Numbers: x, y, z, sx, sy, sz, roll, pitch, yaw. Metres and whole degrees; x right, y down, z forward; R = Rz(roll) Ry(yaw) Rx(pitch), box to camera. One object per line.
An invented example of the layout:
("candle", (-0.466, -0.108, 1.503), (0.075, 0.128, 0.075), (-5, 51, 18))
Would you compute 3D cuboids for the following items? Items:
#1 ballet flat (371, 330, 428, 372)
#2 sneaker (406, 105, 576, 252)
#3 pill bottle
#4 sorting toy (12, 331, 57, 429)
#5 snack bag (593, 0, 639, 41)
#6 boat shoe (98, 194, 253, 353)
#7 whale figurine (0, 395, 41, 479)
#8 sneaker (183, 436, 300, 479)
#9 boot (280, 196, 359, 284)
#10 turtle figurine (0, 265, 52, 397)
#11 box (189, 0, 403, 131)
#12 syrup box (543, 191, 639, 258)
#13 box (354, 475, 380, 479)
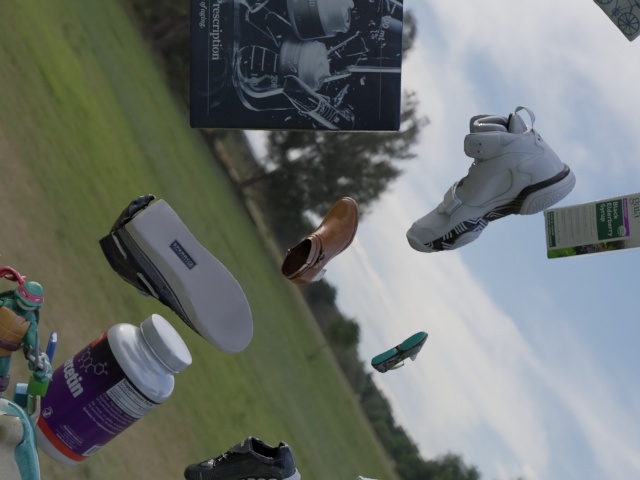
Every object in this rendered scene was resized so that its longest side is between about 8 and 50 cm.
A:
("ballet flat", (0.144, 0.197, 1.862), (0.041, 0.114, 0.041), (55, 13, -20))
("sneaker", (0.306, -0.124, 2.152), (0.210, 0.366, 0.137), (59, 25, -16))
("pill bottle", (-0.420, 0.288, 2.121), (0.181, 0.323, 0.181), (52, 5, -6))
("sorting toy", (-0.533, 0.326, 1.899), (0.196, 0.047, 0.348), (-108, -144, -62))
("snack bag", (0.436, -0.485, 1.411), (0.323, 0.342, 0.037), (50, 39, 0))
("boat shoe", (-0.272, 0.078, 2.007), (0.158, 0.127, 0.340), (-25, -79, 48))
("whale figurine", (-0.458, 0.341, 1.558), (0.272, 0.216, 0.141), (40, 22, 29))
("sneaker", (-0.159, 0.438, 2.133), (0.078, 0.234, 0.106), (-71, 157, -70))
("boot", (0.000, 0.000, 2.060), (0.073, 0.197, 0.152), (28, 3, 19))
("turtle figurine", (-0.428, 0.131, 1.434), (0.175, 0.234, 0.118), (35, 17, -1))
("box", (-0.037, -0.337, 1.618), (0.179, 0.312, 0.343), (-120, -150, -84))
("syrup box", (0.513, -0.025, 1.884), (0.237, 0.096, 0.093), (-11, -99, 55))
("box", (0.057, 0.654, 2.299), (0.058, 0.322, 0.232), (38, 7, 34))
